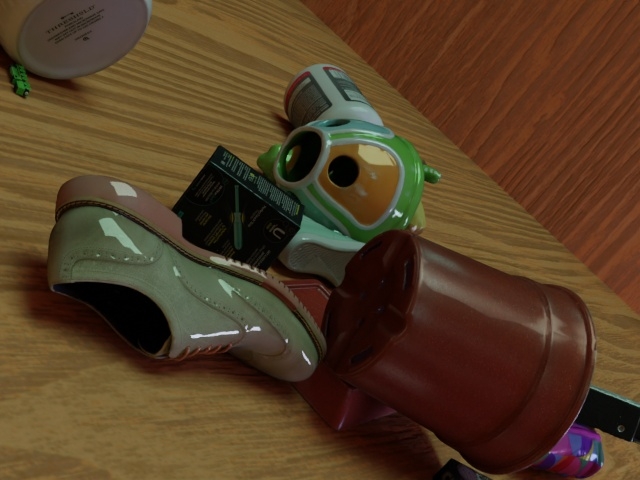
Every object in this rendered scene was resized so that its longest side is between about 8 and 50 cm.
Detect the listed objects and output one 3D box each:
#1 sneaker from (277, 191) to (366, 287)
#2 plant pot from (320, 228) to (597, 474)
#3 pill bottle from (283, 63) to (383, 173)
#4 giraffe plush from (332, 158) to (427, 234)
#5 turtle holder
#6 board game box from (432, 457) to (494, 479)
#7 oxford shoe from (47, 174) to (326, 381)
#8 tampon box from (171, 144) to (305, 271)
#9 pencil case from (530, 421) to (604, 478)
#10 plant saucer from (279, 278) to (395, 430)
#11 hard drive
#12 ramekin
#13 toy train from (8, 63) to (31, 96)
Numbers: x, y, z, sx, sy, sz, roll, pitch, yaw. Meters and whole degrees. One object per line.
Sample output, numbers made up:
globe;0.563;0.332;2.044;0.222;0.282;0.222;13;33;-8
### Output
sneaker;0.000;0.000;1.708;0.256;0.094;0.151;22;21;-47
plant pot;0.161;0.129;1.319;0.265;0.272;0.272;27;20;-25
pill bottle;0.040;-0.257;2.307;0.176;0.176;0.318;28;20;-33
giraffe plush;0.102;-0.077;2.040;0.171;0.210;0.181;-8;46;-29
turtle holder;0.033;-0.122;1.832;0.227;0.243;0.320;25;23;-36
board game box;0.244;0.396;1.286;0.165;0.042;0.243;31;18;-25
oxford shoe;-0.151;0.088;1.170;0.397;0.140;0.146;34;48;-32
tampon box;-0.122;-0.037;1.495;0.161;0.120;0.101;37;18;-9
pencil case;0.363;0.320;1.638;0.236;0.104;0.104;23;23;-45
plant saucer;0.005;0.140;1.435;0.259;0.047;0.258;46;18;20
hard drive;0.361;0.235;1.623;0.339;0.064;0.237;21;-2;9
ramekin;-0.383;-0.364;1.568;0.273;0.273;0.127;12;44;-57
toy train;-0.445;-0.238;1.513;0.024;0.017;0.083;13;29;-34
